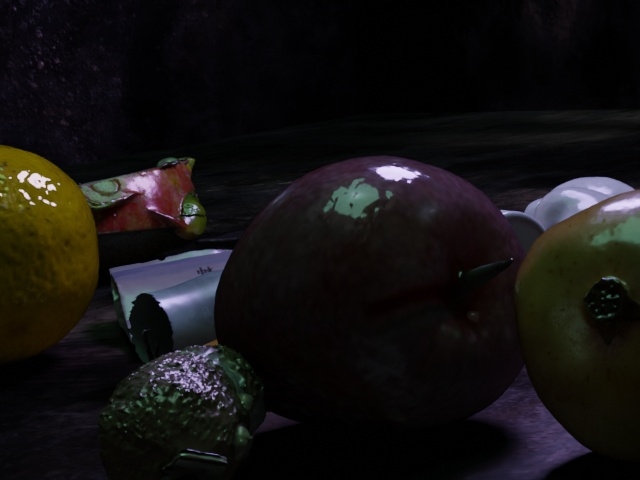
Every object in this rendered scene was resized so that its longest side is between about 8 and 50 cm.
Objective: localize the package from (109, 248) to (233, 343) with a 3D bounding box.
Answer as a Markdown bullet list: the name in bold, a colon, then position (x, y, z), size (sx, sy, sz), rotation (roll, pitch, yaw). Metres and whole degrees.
- **package**: position (-0.115, 0.068, 1.795), size (0.204, 0.062, 0.251), rotation (-8, 22, -11)

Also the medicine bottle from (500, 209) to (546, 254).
- **medicine bottle**: position (0.110, 0.024, 1.637), size (0.139, 0.139, 0.237), rotation (-12, 12, -36)

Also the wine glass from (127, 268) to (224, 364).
- **wine glass**: position (-0.080, 0.070, 1.601), size (0.202, 0.093, 0.093), rotation (-10, 9, -37)

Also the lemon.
- **lemon**: position (-0.352, 0.020, 1.688), size (0.253, 0.228, 0.228), rotation (-19, 13, -22)

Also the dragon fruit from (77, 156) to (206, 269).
- **dragon fruit**: position (-0.276, -0.033, 2.230), size (0.295, 0.130, 0.268), rotation (-17, 2, -43)

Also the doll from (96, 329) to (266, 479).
- **doll**: position (-0.098, 0.138, 1.147), size (0.115, 0.105, 0.221), rotation (35, 15, -7)

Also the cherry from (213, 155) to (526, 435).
- **cherry**: position (0.049, 0.043, 1.270), size (0.285, 0.236, 0.213), rotation (-24, 33, 47)

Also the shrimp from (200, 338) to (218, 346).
- **shrimp**: position (-0.030, 0.101, 1.496), size (0.133, 0.053, 0.236), rotation (-2, 13, 39)

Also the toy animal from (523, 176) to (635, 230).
- **toy animal**: position (0.291, 0.004, 1.671), size (0.178, 0.127, 0.193), rotation (-5, 6, -1)

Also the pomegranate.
- **pomegranate**: position (0.225, 0.058, 1.146), size (0.191, 0.191, 0.191), rotation (-6, 9, 1)

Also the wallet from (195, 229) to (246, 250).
- **wallet**: position (0.000, 0.000, 2.178), size (0.309, 0.042, 0.165), rotation (-3, 8, 18)
